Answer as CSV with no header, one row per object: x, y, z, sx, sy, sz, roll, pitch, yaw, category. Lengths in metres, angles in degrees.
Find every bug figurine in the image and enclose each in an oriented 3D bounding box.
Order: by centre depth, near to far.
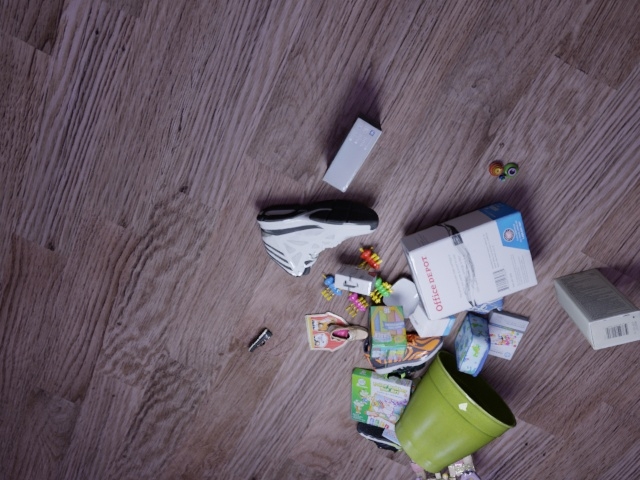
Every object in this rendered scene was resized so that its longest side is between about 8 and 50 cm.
0.149,0.163,1.761,0.279,0.072,0.216,-37,92,23,bug figurine

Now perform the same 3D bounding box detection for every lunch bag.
0.574,0.394,1.739,0.090,0.219,0.176,18,112,5,lunch bag

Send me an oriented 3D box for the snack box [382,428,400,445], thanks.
0.350,0.843,1.951,0.022,0.178,0.064,45,67,-42,snack box

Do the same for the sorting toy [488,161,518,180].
0.632,-0.235,1.574,0.101,0.042,0.061,6,112,4,sorting toy

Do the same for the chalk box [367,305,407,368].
0.249,0.366,1.707,0.131,0.213,0.132,-1,144,1,chalk box

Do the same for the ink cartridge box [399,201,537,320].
0.514,0.072,1.618,0.394,0.166,0.286,-20,108,4,ink cartridge box

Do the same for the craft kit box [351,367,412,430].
0.257,0.680,1.946,0.249,0.061,0.247,7,110,20,craft kit box

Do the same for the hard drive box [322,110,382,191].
0.107,-0.300,1.531,0.089,0.181,0.232,29,111,-5,hard drive box

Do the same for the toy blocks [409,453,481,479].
0.504,0.902,1.921,0.288,0.309,0.260,-15,82,15,toy blocks

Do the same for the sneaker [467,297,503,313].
0.597,0.247,1.752,0.211,0.080,0.081,-11,107,12,sneaker

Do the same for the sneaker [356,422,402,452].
0.263,0.896,2.047,0.234,0.084,0.097,21,114,-2,sneaker

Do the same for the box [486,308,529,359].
0.715,0.372,1.813,0.145,0.038,0.186,16,114,0,box

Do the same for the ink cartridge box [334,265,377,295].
0.128,0.144,1.669,0.135,0.099,0.056,12,109,16,ink cartridge box

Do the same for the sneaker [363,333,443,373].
0.315,0.407,1.823,0.321,0.125,0.180,-28,107,16,sneaker

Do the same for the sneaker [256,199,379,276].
0.000,-0.001,1.696,0.447,0.169,0.258,0,121,15,sneaker

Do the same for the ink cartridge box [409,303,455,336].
0.423,0.305,1.754,0.143,0.092,0.090,1,124,-23,ink cartridge box

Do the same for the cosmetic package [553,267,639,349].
0.951,0.228,1.583,0.160,0.309,0.113,-17,109,14,cosmetic package

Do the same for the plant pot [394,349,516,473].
0.483,0.682,1.762,0.366,0.366,0.353,36,104,-8,plant pot

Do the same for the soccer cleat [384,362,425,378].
0.349,0.538,1.893,0.178,0.072,0.060,-10,112,-1,soccer cleat

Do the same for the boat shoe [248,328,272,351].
-0.255,0.431,1.935,0.042,0.049,0.133,42,106,-2,boat shoe

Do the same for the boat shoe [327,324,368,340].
0.115,0.381,1.851,0.169,0.059,0.063,5,101,-8,boat shoe

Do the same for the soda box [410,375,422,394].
0.447,0.671,1.948,0.058,0.061,0.181,-30,106,16,soda box

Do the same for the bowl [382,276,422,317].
0.328,0.215,1.783,0.142,0.053,0.142,37,112,-9,bowl

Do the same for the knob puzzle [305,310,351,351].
0.040,0.383,1.894,0.213,0.030,0.213,2,112,5,knob puzzle
